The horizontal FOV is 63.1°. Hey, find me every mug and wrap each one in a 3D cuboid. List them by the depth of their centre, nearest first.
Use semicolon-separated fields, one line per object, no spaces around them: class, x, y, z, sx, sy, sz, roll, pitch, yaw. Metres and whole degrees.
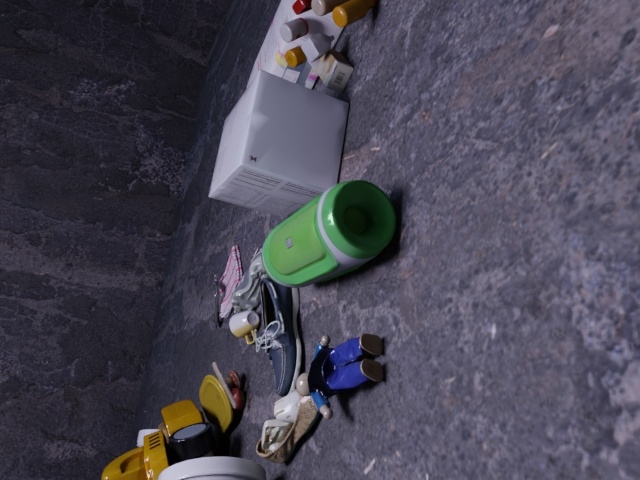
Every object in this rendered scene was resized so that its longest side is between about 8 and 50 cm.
mug;-0.174;0.203;1.266;0.064;0.078;0.062;-33;14;47

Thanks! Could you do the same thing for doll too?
doll;0.018;0.202;0.785;0.189;0.046;0.129;-35;44;47

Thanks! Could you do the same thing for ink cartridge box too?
ink cartridge box;-0.074;-0.469;1.323;0.353;0.119;0.207;-55;31;39

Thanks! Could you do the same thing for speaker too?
speaker;0.000;0.000;0.873;0.296;0.131;0.131;-30;50;60

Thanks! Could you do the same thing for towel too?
towel;-0.272;0.119;1.561;0.144;0.029;0.197;-64;25;25

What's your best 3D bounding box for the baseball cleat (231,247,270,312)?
baseball cleat;-0.158;0.093;1.284;0.206;0.072;0.109;-51;17;42

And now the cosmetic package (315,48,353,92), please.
cosmetic package;0.029;-0.369;1.127;0.060;0.041;0.115;-64;26;26

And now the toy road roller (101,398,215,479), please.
toy road roller;-0.360;0.523;1.197;0.329;0.240;0.203;172;84;-70

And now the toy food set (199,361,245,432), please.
toy food set;-0.225;0.377;1.265;0.128;0.071;0.218;54;140;21

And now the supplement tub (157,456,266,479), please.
supplement tub;-0.178;0.541;0.837;0.228;0.228;0.316;-56;30;39

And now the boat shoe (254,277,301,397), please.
boat shoe;-0.085;0.183;1.023;0.095;0.079;0.255;-49;34;47

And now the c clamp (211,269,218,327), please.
c clamp;-0.322;0.183;1.613;0.137;0.022;0.161;-157;69;-72

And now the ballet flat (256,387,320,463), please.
ballet flat;-0.057;0.312;0.897;0.206;0.067;0.073;-64;23;25

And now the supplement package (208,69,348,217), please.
supplement package;-0.096;-0.187;1.109;0.262;0.198;0.199;-20;58;64

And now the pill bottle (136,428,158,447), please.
pill bottle;-0.467;0.715;1.467;0.188;0.187;0.334;-41;40;54

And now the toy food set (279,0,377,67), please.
toy food set;0.006;-0.461;1.099;0.104;0.111;0.232;-37;8;-30
